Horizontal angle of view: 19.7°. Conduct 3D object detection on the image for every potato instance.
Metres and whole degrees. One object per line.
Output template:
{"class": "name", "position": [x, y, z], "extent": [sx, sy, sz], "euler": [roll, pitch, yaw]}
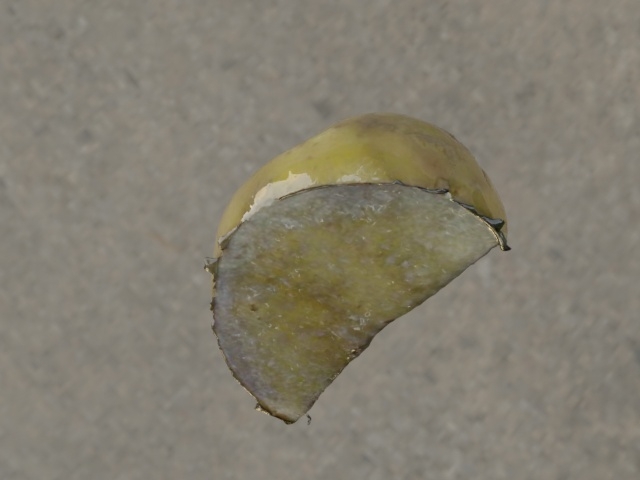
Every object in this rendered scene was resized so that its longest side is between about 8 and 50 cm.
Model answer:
{"class": "potato", "position": [0.000, 0.000, 1.126], "extent": [0.138, 0.098, 0.243], "euler": [27, 133, -21]}
